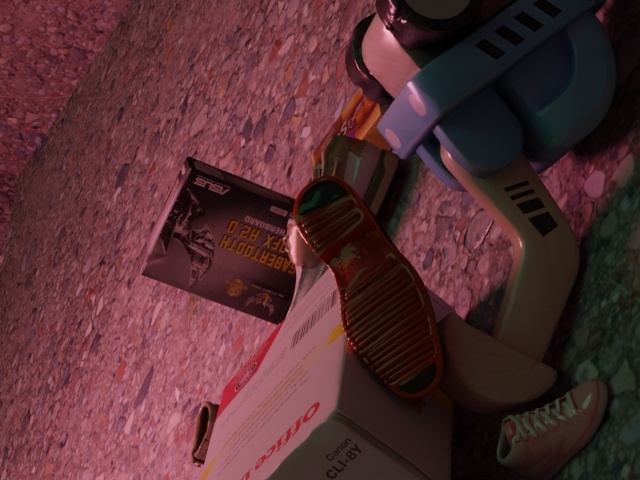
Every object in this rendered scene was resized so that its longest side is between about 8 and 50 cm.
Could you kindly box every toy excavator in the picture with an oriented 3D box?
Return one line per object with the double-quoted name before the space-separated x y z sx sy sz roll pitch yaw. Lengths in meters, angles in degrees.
"toy excavator" 0.200 -0.099 1.717 0.433 0.445 0.222 -37 -6 -19

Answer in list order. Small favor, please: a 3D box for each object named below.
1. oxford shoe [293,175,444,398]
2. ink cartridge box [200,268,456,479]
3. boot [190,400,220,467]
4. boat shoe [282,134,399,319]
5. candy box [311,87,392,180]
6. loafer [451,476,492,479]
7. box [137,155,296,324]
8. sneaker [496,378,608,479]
"oxford shoe" 0.067 0.052 1.679 0.097 0.098 0.271 -32 60 12
"ink cartridge box" 0.004 0.216 1.763 0.279 0.160 0.384 -48 13 24
"boot" -0.085 0.301 2.079 0.077 0.165 0.213 -58 23 27
"boat shoe" 0.000 0.000 2.198 0.113 0.103 0.302 -139 73 -86
"candy box" 0.054 -0.143 2.297 0.186 0.053 0.109 -51 28 35
"loafer" 0.141 0.386 1.522 0.130 0.134 0.365 -37 38 53
"box" -0.129 0.002 2.357 0.183 0.231 0.056 -63 20 14
"sneaker" 0.225 0.184 1.590 0.134 0.070 0.051 -56 24 28
